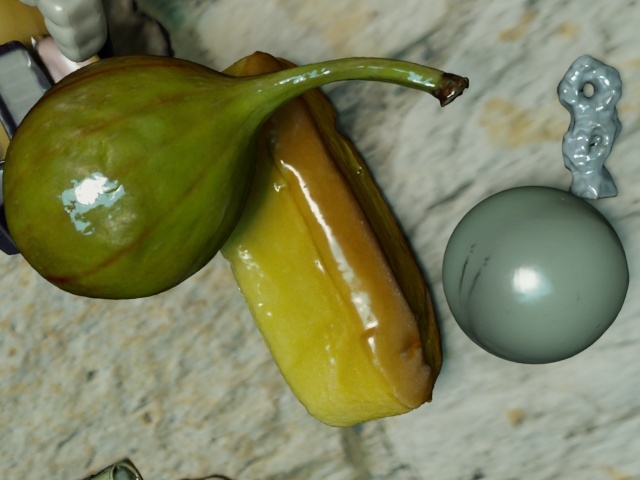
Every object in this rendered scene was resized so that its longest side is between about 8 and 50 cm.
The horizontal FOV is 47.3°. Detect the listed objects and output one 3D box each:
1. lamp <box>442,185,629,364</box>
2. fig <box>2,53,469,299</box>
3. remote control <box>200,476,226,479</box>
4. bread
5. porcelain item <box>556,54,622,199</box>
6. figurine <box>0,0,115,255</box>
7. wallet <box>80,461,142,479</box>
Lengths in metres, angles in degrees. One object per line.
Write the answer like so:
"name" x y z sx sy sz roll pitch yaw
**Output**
"lamp" 0.122 0.019 0.419 0.105 0.105 0.105 5 104 19
"fig" -0.046 -0.050 0.360 0.236 0.124 0.124 -20 95 17
"remote control" -0.087 0.252 0.588 0.074 0.032 0.122 -16 97 22
"bread" 0.000 0.000 0.464 0.094 0.102 0.245 -26 91 29
"porcelain item" 0.158 -0.066 0.427 0.036 0.028 0.083 -3 100 23
"figurine" -0.220 -0.140 0.478 0.143 0.308 0.308 -29 92 -20
"wallet" -0.203 0.266 0.627 0.155 0.039 0.110 -30 80 24
